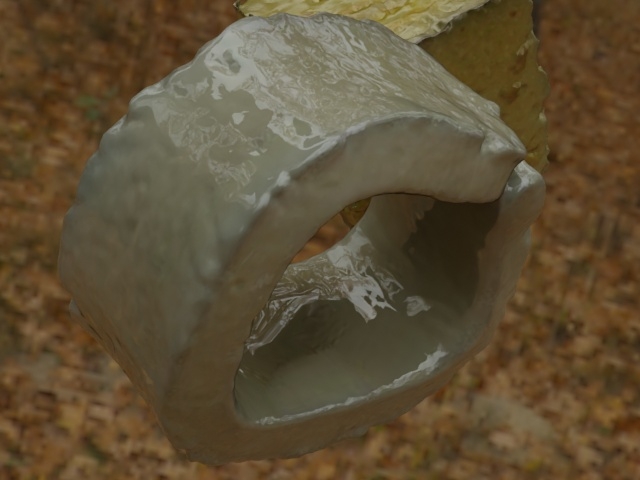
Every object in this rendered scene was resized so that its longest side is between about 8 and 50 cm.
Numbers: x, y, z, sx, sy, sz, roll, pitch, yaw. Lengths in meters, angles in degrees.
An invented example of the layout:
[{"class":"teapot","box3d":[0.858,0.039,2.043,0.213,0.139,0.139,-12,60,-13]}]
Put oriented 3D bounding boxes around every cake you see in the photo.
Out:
[{"class":"cake","box3d":[0.051,-0.161,1.611,0.227,0.222,0.286,-27,39,-18]}]

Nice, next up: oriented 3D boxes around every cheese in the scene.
[{"class":"cheese","box3d":[0.003,0.000,1.137,0.332,0.292,0.153,-6,43,-45]}]
